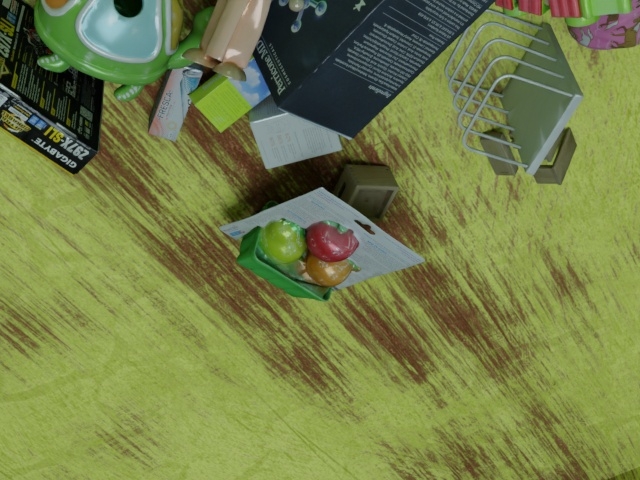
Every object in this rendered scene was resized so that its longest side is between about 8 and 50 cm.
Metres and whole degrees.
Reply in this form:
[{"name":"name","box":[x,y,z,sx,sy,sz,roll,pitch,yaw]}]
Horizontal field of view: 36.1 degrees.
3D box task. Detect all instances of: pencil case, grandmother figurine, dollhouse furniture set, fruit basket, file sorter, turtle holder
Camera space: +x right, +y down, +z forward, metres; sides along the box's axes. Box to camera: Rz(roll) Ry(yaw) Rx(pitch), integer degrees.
[{"name":"pencil case","box":[0.542,-0.540,1.823,0.160,0.167,0.386,4,135,17]},{"name":"grandmother figurine","box":[-0.113,-0.450,1.682,0.207,0.104,0.342,24,102,12]},{"name":"dollhouse furniture set","box":[0.467,-0.219,2.195,0.151,0.123,0.144,4,143,37]},{"name":"fruit basket","box":[0.000,0.000,2.173,0.327,0.165,0.353,33,140,-31]},{"name":"file sorter","box":[0.366,-0.306,1.940,0.173,0.278,0.193,16,128,-15]},{"name":"turtle holder","box":[-0.339,-0.397,1.759,0.320,0.243,0.227,32,127,-8]}]

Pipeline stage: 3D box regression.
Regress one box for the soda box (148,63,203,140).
[{"name":"soda box","box":[-0.296,-0.293,1.997,0.063,0.058,0.183,14,129,-20]}]

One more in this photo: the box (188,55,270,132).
[{"name":"box","box":[-0.164,-0.308,1.978,0.178,0.042,0.109,-37,142,5]}]

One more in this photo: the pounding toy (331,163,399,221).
[{"name":"pounding toy","box":[0.078,-0.104,2.209,0.130,0.100,0.141,1,136,-28]}]

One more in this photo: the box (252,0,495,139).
[{"name":"box","box":[0.069,-0.433,1.735,0.212,0.293,0.395,15,130,-46]}]

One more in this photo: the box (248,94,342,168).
[{"name":"box","box":[-0.053,-0.243,2.054,0.170,0.091,0.130,-14,132,4]}]

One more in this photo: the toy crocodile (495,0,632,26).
[{"name":"toy crocodile","box":[0.414,-0.460,1.823,0.340,0.105,0.115,18,139,37]}]

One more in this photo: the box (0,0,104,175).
[{"name":"box","box":[-0.518,-0.297,1.785,0.079,0.322,0.257,-40,126,23]}]
